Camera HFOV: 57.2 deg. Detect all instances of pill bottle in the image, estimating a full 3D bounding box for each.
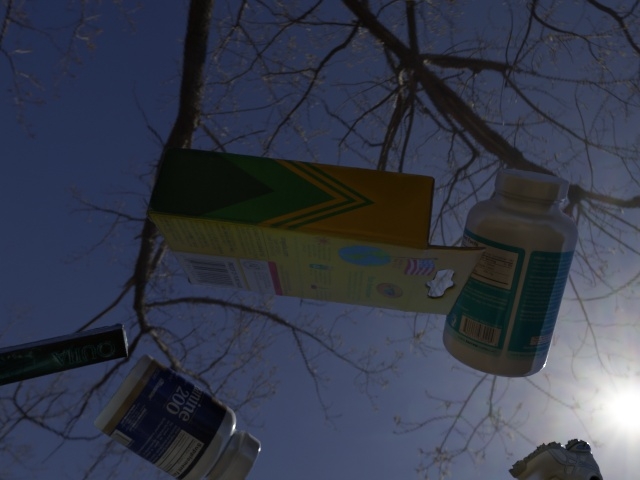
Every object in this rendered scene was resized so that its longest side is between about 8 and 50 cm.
[{"bbox_3d":[-0.110,0.149,0.467,0.120,0.067,0.067,36,-61,-8],"label":"pill bottle"},{"bbox_3d":[0.261,0.040,0.802,0.146,0.146,0.264,12,-73,14],"label":"pill bottle"}]

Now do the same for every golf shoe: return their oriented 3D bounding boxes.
[{"bbox_3d":[0.366,0.353,0.889,0.176,0.086,0.069,4,-48,-30],"label":"golf shoe"}]

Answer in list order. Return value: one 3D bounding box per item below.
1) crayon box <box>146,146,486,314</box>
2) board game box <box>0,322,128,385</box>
[{"bbox_3d":[0.000,0.000,0.641,0.319,0.081,0.202,8,-24,4],"label":"crayon box"},{"bbox_3d":[-0.258,0.102,0.487,0.186,0.126,0.026,-10,-93,-18],"label":"board game box"}]
